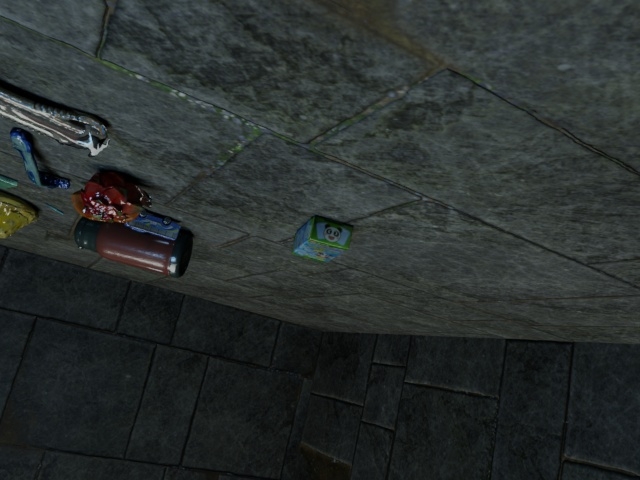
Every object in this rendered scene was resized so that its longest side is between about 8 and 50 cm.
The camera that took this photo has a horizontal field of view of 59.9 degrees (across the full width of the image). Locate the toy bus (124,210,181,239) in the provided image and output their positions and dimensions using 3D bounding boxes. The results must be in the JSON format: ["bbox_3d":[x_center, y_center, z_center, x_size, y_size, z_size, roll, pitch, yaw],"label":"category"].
[{"bbox_3d":[-0.470,-0.046,1.547,0.153,0.061,0.051,18,170,-28],"label":"toy bus"}]

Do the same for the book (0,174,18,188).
[{"bbox_3d":[-0.912,-0.176,1.511,0.103,0.017,0.135,-2,159,43],"label":"book"}]

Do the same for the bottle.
[{"bbox_3d":[-0.568,0.010,1.676,0.337,0.143,0.144,13,166,-1],"label":"bottle"}]

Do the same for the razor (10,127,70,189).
[{"bbox_3d":[-0.640,-0.167,1.242,0.093,0.056,0.324,17,165,-11],"label":"razor"}]

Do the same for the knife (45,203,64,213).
[{"bbox_3d":[-0.848,-0.101,1.769,0.014,0.005,0.091,10,165,15],"label":"knife"}]

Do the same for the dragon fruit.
[{"bbox_3d":[-0.468,-0.094,1.257,0.130,0.121,0.142,41,-161,11],"label":"dragon fruit"}]

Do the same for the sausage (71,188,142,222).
[{"bbox_3d":[-0.531,-0.088,1.387,0.180,0.089,0.089,11,166,12],"label":"sausage"}]

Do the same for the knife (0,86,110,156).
[{"bbox_3d":[-0.526,-0.240,0.902,0.366,0.043,0.089,24,129,-31],"label":"knife"}]

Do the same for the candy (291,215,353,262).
[{"bbox_3d":[0.000,0.000,1.323,0.098,0.062,0.194,16,164,-12],"label":"candy"}]

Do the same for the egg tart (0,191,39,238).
[{"bbox_3d":[-1.095,-0.090,1.780,0.346,0.132,0.345,12,168,2],"label":"egg tart"}]
